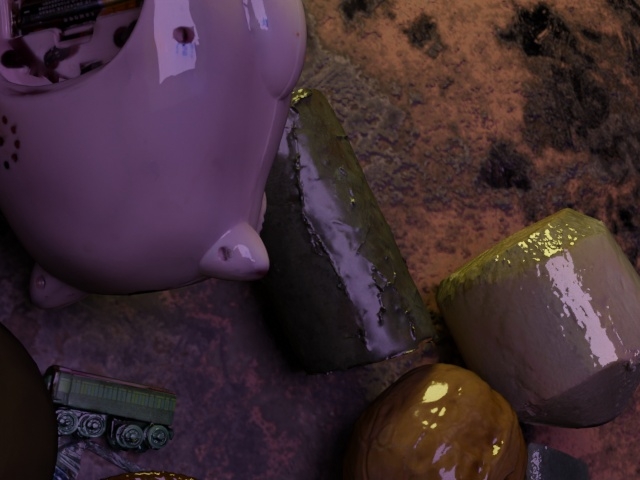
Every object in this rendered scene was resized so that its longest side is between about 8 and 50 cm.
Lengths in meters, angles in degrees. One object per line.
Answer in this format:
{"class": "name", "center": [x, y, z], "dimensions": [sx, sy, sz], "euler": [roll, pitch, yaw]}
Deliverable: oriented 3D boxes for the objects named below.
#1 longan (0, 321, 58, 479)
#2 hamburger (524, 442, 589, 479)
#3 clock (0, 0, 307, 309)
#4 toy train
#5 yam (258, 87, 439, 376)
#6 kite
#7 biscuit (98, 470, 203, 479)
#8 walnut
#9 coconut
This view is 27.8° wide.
{"class": "longan", "center": [-0.399, 0.184, 1.017], "dimensions": [0.404, 0.336, 0.404], "euler": [14, 33, -9]}
{"class": "hamburger", "center": [0.280, 0.301, 1.562], "dimensions": [0.121, 0.054, 0.084], "euler": [22, 62, -32]}
{"class": "clock", "center": [-0.191, -0.136, 1.233], "dimensions": [0.250, 0.368, 0.377], "euler": [15, 68, -67]}
{"class": "toy train", "center": [-0.213, 0.172, 1.300], "dimensions": [0.147, 0.038, 0.071], "euler": [17, 65, -29]}
{"class": "yam", "center": [0.000, 0.000, 1.416], "dimensions": [0.168, 0.168, 0.304], "euler": [-25, 88, -35]}
{"class": "kite", "center": [-0.235, 0.202, 1.303], "dimensions": [0.152, 0.005, 0.137], "euler": [23, 65, -25]}
{"class": "biscuit", "center": [-0.160, 0.367, 1.241], "dimensions": [0.305, 0.038, 0.305], "euler": [9, 59, -16]}
{"class": "walnut", "center": [0.128, 0.241, 1.406], "dimensions": [0.195, 0.195, 0.222], "euler": [48, 57, -10]}
{"class": "coconut", "center": [0.277, 0.106, 1.517], "dimensions": [0.239, 0.239, 0.244], "euler": [-31, 89, -35]}
